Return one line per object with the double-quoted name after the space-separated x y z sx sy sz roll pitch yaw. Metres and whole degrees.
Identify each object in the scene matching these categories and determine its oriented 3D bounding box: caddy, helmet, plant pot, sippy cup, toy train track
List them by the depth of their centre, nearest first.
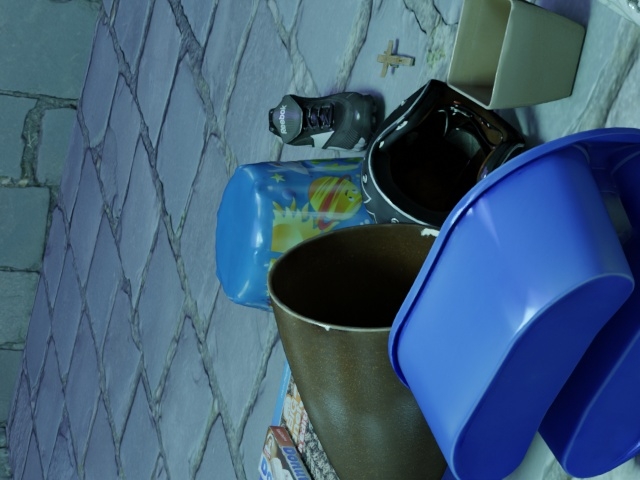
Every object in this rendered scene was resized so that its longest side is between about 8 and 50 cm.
0.201 0.055 1.335 0.341 0.241 0.179 -65 35 40 "caddy"
0.064 0.132 1.546 0.215 0.215 0.230 -126 28 -59 "plant pot"
0.200 -0.190 1.576 0.109 0.096 0.109 -135 53 -63 "plant pot"
0.121 -0.071 1.653 0.161 0.169 0.169 -56 30 16 "helmet"
0.000 0.000 1.875 0.305 0.224 0.240 142 129 -61 "sippy cup"
0.096 -0.224 1.966 0.083 0.014 0.048 20 97 62 "toy train track"

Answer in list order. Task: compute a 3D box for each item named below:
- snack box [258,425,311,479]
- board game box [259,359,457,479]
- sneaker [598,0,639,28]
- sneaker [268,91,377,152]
-0.031 0.284 1.781 0.178 0.022 0.064 -124 42 -57 "snack box"
0.049 0.281 1.804 0.291 0.141 0.232 -131 49 -61 "board game box"
0.274 -0.230 1.369 0.292 0.118 0.110 -120 42 -53 "sneaker"
-0.006 -0.156 2.082 0.234 0.106 0.078 -177 90 -69 "sneaker"
